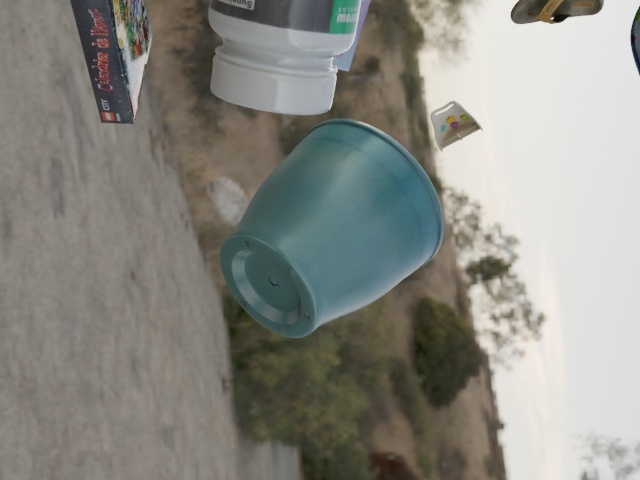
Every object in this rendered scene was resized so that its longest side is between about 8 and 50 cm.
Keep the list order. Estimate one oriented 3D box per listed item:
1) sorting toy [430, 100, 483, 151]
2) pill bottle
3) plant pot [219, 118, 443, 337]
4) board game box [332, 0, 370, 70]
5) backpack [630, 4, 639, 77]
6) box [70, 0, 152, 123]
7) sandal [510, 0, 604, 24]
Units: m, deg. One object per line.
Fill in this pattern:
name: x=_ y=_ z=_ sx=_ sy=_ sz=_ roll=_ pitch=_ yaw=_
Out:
sorting toy: x=0.229 y=-0.209 z=2.050 sx=0.075 sy=0.083 sz=0.045 roll=51 pitch=19 yaw=-41
pill bottle: x=-0.040 y=-0.364 z=1.574 sx=0.204 sy=0.204 sz=0.361 roll=-91 pitch=-170 yaw=-72
plant pot: x=0.000 y=0.000 z=1.725 sx=0.255 sy=0.271 sz=0.272 roll=-42 pitch=140 yaw=-36
board game box: x=0.001 y=-0.535 z=2.407 sx=0.318 sy=0.066 sz=0.319 roll=34 pitch=-71 yaw=53
backpack: x=0.517 y=-0.272 z=1.342 sx=0.355 sy=0.273 sz=0.290 roll=86 pitch=-8 yaw=-66
box: x=-0.249 y=-0.276 z=1.407 sx=0.233 sy=0.044 sz=0.159 roll=88 pitch=5 yaw=-54
sandal: x=0.457 y=-0.444 z=2.258 sx=0.072 sy=0.180 sz=0.049 roll=79 pitch=10 yaw=-49
